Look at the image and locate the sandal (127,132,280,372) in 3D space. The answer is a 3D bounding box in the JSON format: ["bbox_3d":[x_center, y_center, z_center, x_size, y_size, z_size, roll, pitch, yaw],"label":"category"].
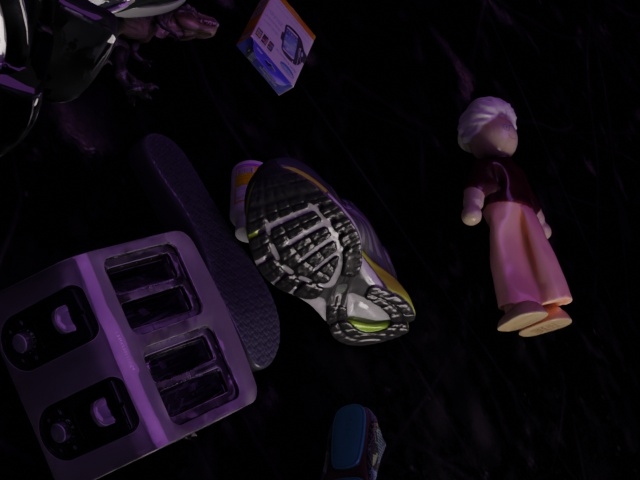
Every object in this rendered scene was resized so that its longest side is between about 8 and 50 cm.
[{"bbox_3d":[-0.115,0.017,1.203,0.097,0.054,0.254,5,53,-62],"label":"sandal"}]

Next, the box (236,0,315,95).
[{"bbox_3d":[-0.053,-0.233,1.493,0.081,0.028,0.136,49,36,-22],"label":"box"}]

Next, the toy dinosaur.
[{"bbox_3d":[-0.207,-0.205,1.220,0.268,0.064,0.118,12,54,-47],"label":"toy dinosaur"}]

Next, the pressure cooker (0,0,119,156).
[{"bbox_3d":[-0.330,-0.235,0.742,0.375,0.369,0.420,69,17,-55],"label":"pressure cooker"}]

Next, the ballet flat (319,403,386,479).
[{"bbox_3d":[0.031,0.246,1.227,0.070,0.070,0.188,48,38,-24],"label":"ballet flat"}]

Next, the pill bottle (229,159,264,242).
[{"bbox_3d":[-0.072,-0.040,1.302,0.043,0.043,0.083,35,42,-38],"label":"pill bottle"}]

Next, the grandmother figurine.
[{"bbox_3d":[0.266,-0.042,1.753,0.208,0.104,0.342,24,51,-58],"label":"grandmother figurine"}]

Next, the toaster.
[{"bbox_3d":[-0.154,0.093,1.020,0.185,0.110,0.168,-16,81,-59],"label":"toaster"}]

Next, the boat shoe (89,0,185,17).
[{"bbox_3d":[-0.223,-0.241,1.106,0.302,0.091,0.114,-27,87,-37],"label":"boat shoe"}]

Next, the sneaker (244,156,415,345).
[{"bbox_3d":[0.000,0.000,1.310,0.300,0.111,0.121,55,14,-51],"label":"sneaker"}]
